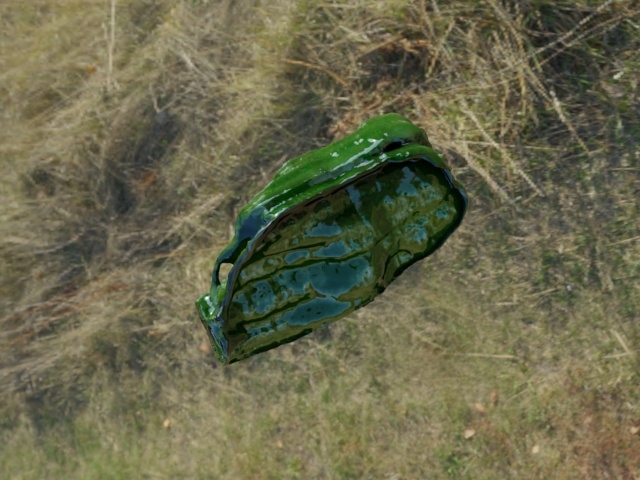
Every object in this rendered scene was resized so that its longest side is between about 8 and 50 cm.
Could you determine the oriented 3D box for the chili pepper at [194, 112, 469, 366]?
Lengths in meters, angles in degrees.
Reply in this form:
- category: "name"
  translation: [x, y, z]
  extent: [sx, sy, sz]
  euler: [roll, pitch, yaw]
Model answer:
- category: "chili pepper"
  translation: [-0.006, -0.008, 0.863]
  extent: [0.213, 0.385, 0.167]
  euler: [59, 173, -33]
